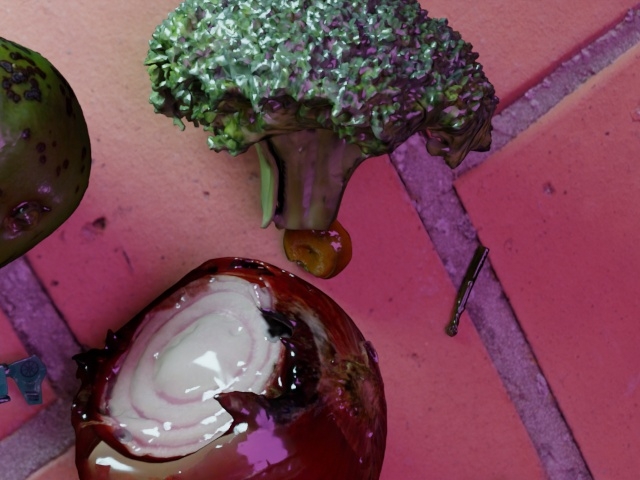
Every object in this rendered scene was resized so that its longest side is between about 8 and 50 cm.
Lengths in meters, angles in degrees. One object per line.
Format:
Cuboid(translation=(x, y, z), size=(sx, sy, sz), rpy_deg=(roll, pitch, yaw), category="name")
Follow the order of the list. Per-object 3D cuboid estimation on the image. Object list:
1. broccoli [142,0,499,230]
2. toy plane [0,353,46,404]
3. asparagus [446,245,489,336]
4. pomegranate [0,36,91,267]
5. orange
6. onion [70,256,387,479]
Cuboid(translation=(0.003, -0.171, 1.217), size=(0.375, 0.302, 0.249), rpy_deg=(4, 67, -4), category="broccoli")
Cuboid(translation=(-0.393, 0.148, 1.141), size=(0.235, 0.060, 0.096), rpy_deg=(-11, 106, -24), category="toy plane")
Cuboid(translation=(0.190, 0.066, 1.472), size=(0.018, 0.015, 0.127), rpy_deg=(28, 80, -25), category="asparagus")
Cuboid(translation=(-0.350, -0.088, 1.059), size=(0.254, 0.270, 0.254), rpy_deg=(-43, 149, -33), category="pomegranate")
Cuboid(translation=(0.000, 0.000, 1.335), size=(0.062, 0.086, 0.086), rpy_deg=(-46, 114, -43), category="orange")
Cuboid(translation=(-0.074, 0.190, 1.169), size=(0.341, 0.341, 0.341), rpy_deg=(-2, 93, -28), category="onion")
